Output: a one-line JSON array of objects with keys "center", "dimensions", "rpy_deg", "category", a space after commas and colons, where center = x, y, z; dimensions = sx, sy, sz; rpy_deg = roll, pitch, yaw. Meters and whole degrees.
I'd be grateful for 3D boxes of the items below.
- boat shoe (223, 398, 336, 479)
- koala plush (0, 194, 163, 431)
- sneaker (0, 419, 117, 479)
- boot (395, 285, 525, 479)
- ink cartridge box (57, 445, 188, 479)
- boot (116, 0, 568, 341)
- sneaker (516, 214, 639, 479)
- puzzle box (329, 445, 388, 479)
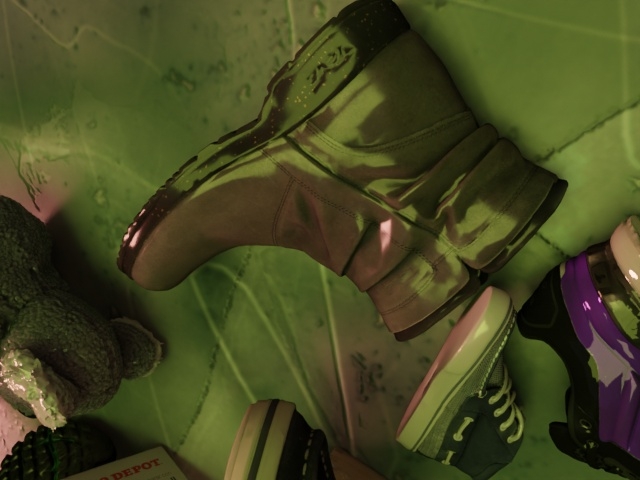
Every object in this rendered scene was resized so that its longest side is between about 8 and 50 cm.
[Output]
[{"center": [0.035, 0.342, 0.513], "dimensions": [0.156, 0.187, 0.499], "rpy_deg": [-10, 105, 11], "category": "boat shoe"}, {"center": [-0.275, 0.086, 0.624], "dimensions": [0.221, 0.196, 0.203], "rpy_deg": [29, 103, 17], "category": "koala plush"}, {"center": [-0.326, 0.341, 0.765], "dimensions": [0.146, 0.134, 0.343], "rpy_deg": [29, 111, -27], "category": "sneaker"}, {"center": [0.129, 0.117, 0.518], "dimensions": [0.086, 0.069, 0.190], "rpy_deg": [26, 135, 8], "category": "boot"}, {"center": [-0.166, 0.308, 0.620], "dimensions": [0.208, 0.153, 0.086], "rpy_deg": [37, 116, 33], "category": "ink cartridge box"}, {"center": [0.000, 0.000, 0.529], "dimensions": [0.338, 0.118, 0.222], "rpy_deg": [-39, 93, 30], "category": "boot"}, {"center": [0.250, 0.136, 0.474], "dimensions": [0.146, 0.102, 0.293], "rpy_deg": [-37, 84, 30], "category": "sneaker"}, {"center": [0.039, 0.431, 0.661], "dimensions": [0.272, 0.052, 0.408], "rpy_deg": [30, 114, 13], "category": "puzzle box"}]
